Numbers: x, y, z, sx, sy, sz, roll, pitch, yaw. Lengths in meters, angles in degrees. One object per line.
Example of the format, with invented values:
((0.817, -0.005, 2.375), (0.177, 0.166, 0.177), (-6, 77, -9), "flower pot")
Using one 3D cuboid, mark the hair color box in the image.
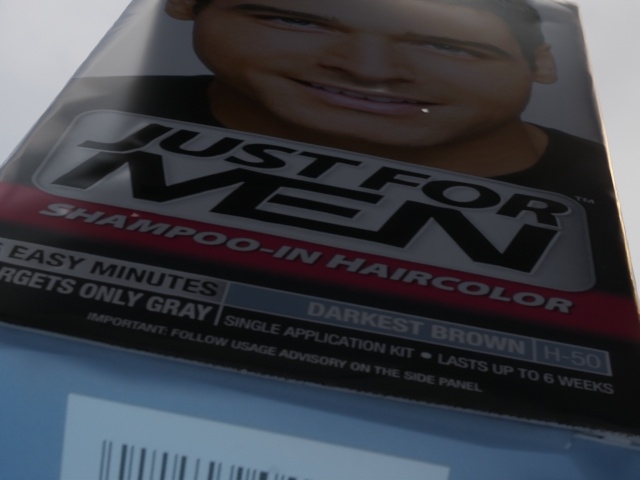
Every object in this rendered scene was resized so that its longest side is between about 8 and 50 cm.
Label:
((0.000, 0.000, 0.530), (0.185, 0.113, 0.374), (11, -155, 1), "hair color box")
